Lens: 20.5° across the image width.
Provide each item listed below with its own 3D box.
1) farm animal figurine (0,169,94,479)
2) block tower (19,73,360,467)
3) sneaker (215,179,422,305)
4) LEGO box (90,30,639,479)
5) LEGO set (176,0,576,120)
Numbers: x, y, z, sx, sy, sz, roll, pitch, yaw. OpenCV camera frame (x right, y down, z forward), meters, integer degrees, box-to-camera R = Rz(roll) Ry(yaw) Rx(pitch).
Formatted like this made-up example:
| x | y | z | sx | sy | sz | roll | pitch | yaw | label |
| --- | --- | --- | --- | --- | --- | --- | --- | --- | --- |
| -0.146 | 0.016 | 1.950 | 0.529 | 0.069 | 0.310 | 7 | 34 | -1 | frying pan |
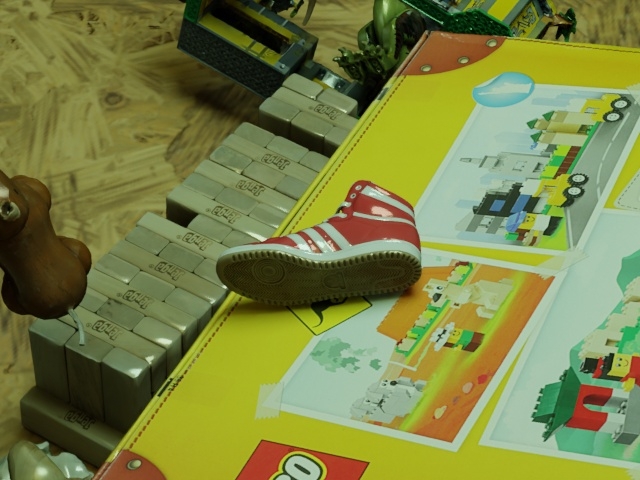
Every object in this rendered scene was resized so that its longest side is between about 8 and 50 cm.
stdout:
| x | y | z | sx | sy | sz | roll | pitch | yaw | label |
| --- | --- | --- | --- | --- | --- | --- | --- | --- | --- |
| -0.279 | 0.091 | 0.991 | 0.330 | 0.326 | 0.172 | -7 | 15 | -15 | farm animal figurine |
| -0.074 | 0.015 | 1.252 | 0.091 | 0.097 | 0.335 | 25 | 50 | 20 | block tower |
| 0.000 | 0.000 | 1.029 | 0.118 | 0.042 | 0.067 | -2 | 42 | 5 | sneaker |
| 0.142 | 0.096 | 1.055 | 0.373 | 0.193 | 0.500 | 9 | 43 | 28 | LEGO box |
| 0.050 | -0.203 | 1.375 | 0.331 | 0.255 | 0.192 | 26 | 49 | 15 | LEGO set |
